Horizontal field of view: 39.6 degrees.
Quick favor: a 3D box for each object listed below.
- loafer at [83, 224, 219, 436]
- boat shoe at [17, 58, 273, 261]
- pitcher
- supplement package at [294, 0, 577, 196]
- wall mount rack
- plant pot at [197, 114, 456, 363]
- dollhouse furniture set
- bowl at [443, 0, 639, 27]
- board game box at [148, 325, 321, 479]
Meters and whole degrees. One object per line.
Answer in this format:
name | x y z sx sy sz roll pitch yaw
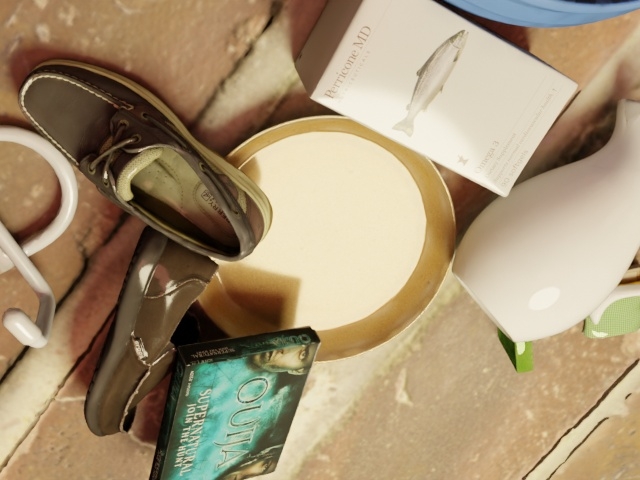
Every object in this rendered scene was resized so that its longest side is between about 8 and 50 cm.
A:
loafer | -0.142 0.091 0.751 0.078 0.080 0.220 18 124 -9
boat shoe | -0.136 -0.061 0.681 0.223 0.073 0.080 35 105 -8
pitcher | 0.234 0.010 0.762 0.207 0.125 0.178 -40 96 2
supplement package | 0.085 -0.129 0.688 0.179 0.105 0.105 24 110 -19
wall mount rack | -0.372 -0.001 0.659 0.350 0.130 0.304 -29 116 4
plant pot | 0.000 0.000 0.777 0.236 0.032 0.236 -4 116 -8
dollhouse furniture set | 0.247 0.076 0.838 0.151 0.058 0.076 -11 117 -4
bowl | 0.178 -0.337 0.573 0.391 0.077 0.391 -6 107 -18
board game box | -0.079 0.156 0.793 0.126 0.026 0.186 -7 134 -29
